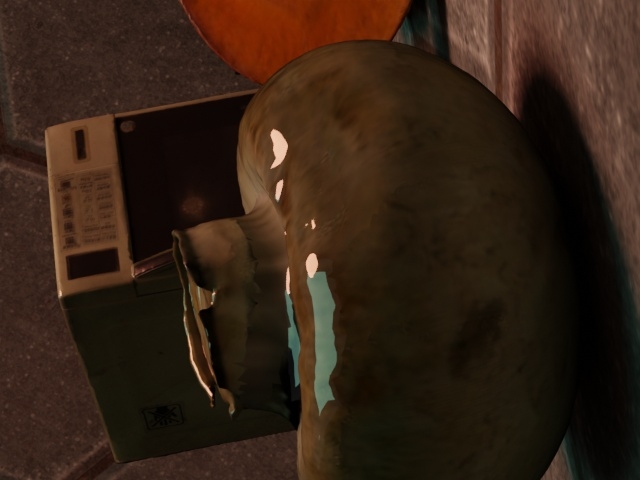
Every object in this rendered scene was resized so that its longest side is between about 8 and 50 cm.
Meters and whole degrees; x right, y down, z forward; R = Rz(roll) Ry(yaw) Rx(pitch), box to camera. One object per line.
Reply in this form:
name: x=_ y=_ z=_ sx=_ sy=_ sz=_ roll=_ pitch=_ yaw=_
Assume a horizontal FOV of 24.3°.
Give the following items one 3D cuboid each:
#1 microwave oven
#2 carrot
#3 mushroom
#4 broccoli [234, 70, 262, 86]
microwave oven: x=-0.054 y=0.013 z=1.509 sx=0.333 sy=0.394 sz=0.247 roll=83 pitch=176 yaw=-49
carrot: x=-0.027 y=-0.285 z=1.355 sx=0.100 sy=0.258 sz=0.307 roll=-50 pitch=-43 yaw=-74
mushroom: x=0.039 y=0.041 z=1.002 sx=0.352 sy=0.260 sz=0.352 roll=170 pitch=90 yaw=-82
broccoli: x=0.022 y=-0.292 z=2.003 sx=0.180 sy=0.273 sz=0.242 roll=32 pitch=148 yaw=16
